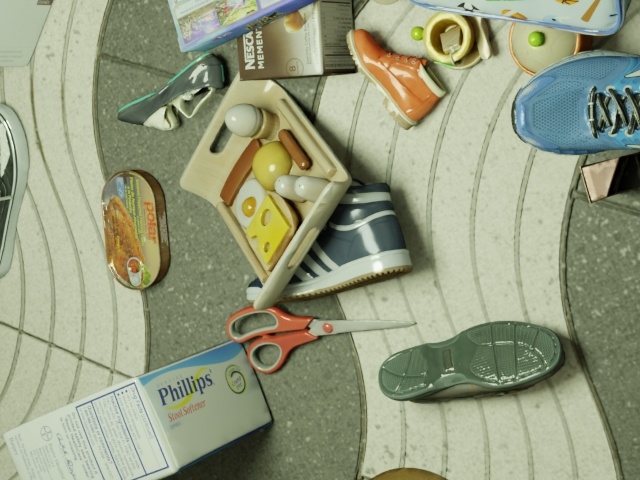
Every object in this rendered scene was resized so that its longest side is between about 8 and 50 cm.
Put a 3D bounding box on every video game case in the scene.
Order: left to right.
[{"bbox_3d":[-0.104,-0.412,1.747,0.269,0.061,0.244,-18,85,31],"label":"video game case"}]

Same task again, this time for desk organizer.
[{"bbox_3d":[0.367,-0.080,1.609,0.050,0.130,0.047,-16,90,29],"label":"desk organizer"}]

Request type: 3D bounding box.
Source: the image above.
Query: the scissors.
[{"bbox_3d":[-0.008,0.120,1.905,0.297,0.021,0.109,-20,100,31],"label":"scissors"}]

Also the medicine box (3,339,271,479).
[{"bbox_3d":[-0.270,0.281,1.951,0.289,0.263,0.149,-24,87,31],"label":"medicine box"}]

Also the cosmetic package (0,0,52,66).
[{"bbox_3d":[-0.552,-0.384,2.068,0.183,0.151,0.151,37,114,21],"label":"cosmetic package"}]

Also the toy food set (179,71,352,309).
[{"bbox_3d":[-0.091,-0.077,1.834,0.220,0.092,0.306,-58,41,23],"label":"toy food set"}]

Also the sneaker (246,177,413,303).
[{"bbox_3d":[0.000,0.000,1.851,0.282,0.099,0.153,-16,82,37],"label":"sneaker"}]

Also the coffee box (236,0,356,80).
[{"bbox_3d":[-0.040,-0.350,1.813,0.141,0.098,0.247,1,98,31],"label":"coffee box"}]

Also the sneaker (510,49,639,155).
[{"bbox_3d":[0.388,-0.165,1.518,0.330,0.147,0.130,-6,96,8],"label":"sneaker"}]

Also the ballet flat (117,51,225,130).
[{"bbox_3d":[-0.222,-0.208,1.959,0.203,0.074,0.074,-28,84,28],"label":"ballet flat"}]

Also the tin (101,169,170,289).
[{"bbox_3d":[-0.289,-0.018,2.046,0.106,0.040,0.190,1,98,33],"label":"tin"}]

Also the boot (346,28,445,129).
[{"bbox_3d":[0.104,-0.238,1.779,0.084,0.059,0.158,-39,87,25],"label":"boot"}]

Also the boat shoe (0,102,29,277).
[{"bbox_3d":[-0.567,-0.074,2.154,0.113,0.105,0.306,22,109,25],"label":"boat shoe"}]

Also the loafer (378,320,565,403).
[{"bbox_3d":[0.213,0.173,1.780,0.267,0.084,0.096,-13,61,27],"label":"loafer"}]

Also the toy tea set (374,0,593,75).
[{"bbox_3d":[0.206,-0.309,1.666,0.336,0.124,0.200,4,100,29],"label":"toy tea set"}]

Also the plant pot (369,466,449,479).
[{"bbox_3d":[0.081,0.465,1.789,0.237,0.254,0.237,6,102,29],"label":"plant pot"}]

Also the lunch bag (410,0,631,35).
[{"bbox_3d":[0.219,-0.352,1.500,0.303,0.243,0.115,15,61,22],"label":"lunch bag"}]
